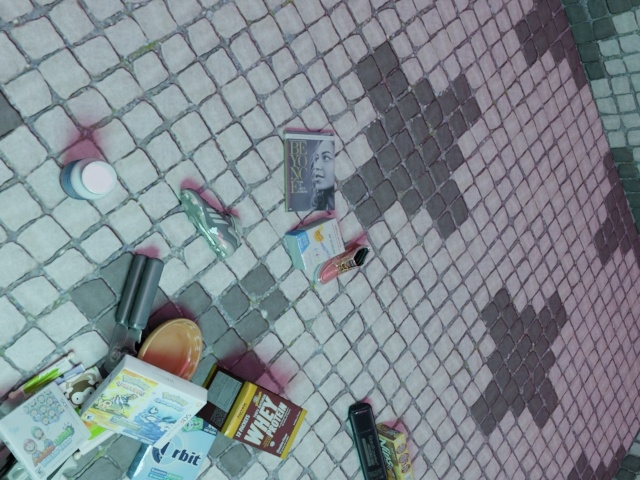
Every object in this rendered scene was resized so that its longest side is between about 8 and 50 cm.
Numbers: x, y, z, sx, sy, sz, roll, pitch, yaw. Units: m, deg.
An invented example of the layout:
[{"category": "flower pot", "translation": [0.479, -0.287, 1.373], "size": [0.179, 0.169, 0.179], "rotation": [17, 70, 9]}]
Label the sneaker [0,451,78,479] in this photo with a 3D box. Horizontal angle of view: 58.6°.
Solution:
[{"category": "sneaker", "translation": [-0.585, 0.520, 1.080], "size": [0.146, 0.122, 0.330], "rotation": [51, 37, -16]}]

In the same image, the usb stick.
[{"category": "usb stick", "translation": [0.146, 0.626, 1.747], "size": [0.077, 0.045, 0.278], "rotation": [-16, 103, -10]}]

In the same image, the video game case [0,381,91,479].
[{"category": "video game case", "translation": [-0.551, 0.381, 1.143], "size": [0.143, 0.019, 0.157], "rotation": [58, 22, -6]}]

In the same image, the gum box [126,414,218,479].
[{"category": "gum box", "translation": [-0.353, 0.508, 1.386], "size": [0.157, 0.041, 0.184], "rotation": [35, 74, -32]}]

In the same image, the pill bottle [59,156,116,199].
[{"category": "pill bottle", "translation": [-0.478, -0.127, 1.178], "size": [0.087, 0.160, 0.087], "rotation": [-3, 94, -35]}]

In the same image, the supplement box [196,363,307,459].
[{"category": "supplement box", "translation": [-0.178, 0.421, 1.412], "size": [0.191, 0.194, 0.129], "rotation": [36, 73, -32]}]

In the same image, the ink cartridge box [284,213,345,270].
[{"category": "ink cartridge box", "translation": [0.000, 0.000, 1.594], "size": [0.181, 0.062, 0.104], "rotation": [-26, 108, -32]}]

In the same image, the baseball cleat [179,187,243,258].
[{"category": "baseball cleat", "translation": [-0.264, -0.056, 1.406], "size": [0.109, 0.072, 0.205], "rotation": [-49, 124, -39]}]

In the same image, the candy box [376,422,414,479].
[{"category": "candy box", "translation": [0.226, 0.674, 1.776], "size": [0.053, 0.109, 0.186], "rotation": [-24, 107, -32]}]

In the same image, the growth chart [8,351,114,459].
[{"category": "growth chart", "translation": [-0.534, 0.361, 1.258], "size": [0.172, 0.021, 0.237], "rotation": [-42, 117, -27]}]

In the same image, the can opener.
[{"category": "can opener", "translation": [-0.417, 0.177, 1.313], "size": [0.095, 0.076, 0.283], "rotation": [32, 72, -66]}]

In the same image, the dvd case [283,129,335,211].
[{"category": "dvd case", "translation": [-0.028, -0.191, 1.588], "size": [0.165, 0.018, 0.221], "rotation": [-4, 96, -35]}]

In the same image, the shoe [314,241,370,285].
[{"category": "shoe", "translation": [0.063, 0.066, 1.632], "size": [0.178, 0.081, 0.063], "rotation": [-41, 115, -27]}]

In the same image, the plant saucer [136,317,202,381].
[{"category": "plant saucer", "translation": [-0.357, 0.273, 1.331], "size": [0.200, 0.037, 0.199], "rotation": [-34, 132, -48]}]

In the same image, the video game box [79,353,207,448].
[{"category": "video game box", "translation": [-0.385, 0.358, 1.250], "size": [0.205, 0.048, 0.187], "rotation": [32, 111, -26]}]
